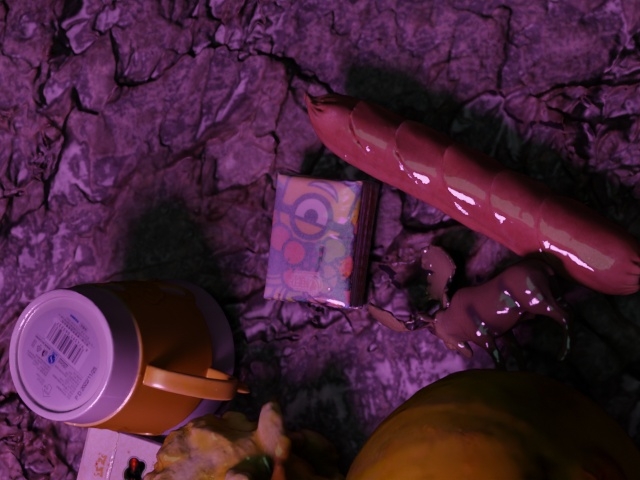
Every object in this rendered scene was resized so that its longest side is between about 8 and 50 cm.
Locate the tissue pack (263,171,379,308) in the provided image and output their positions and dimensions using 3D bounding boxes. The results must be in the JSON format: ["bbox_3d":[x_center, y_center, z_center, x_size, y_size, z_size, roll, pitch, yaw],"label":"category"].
[{"bbox_3d":[0.000,0.000,1.783,0.108,0.060,0.148,7,88,24],"label":"tissue pack"}]

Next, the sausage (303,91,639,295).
[{"bbox_3d":[0.161,-0.058,1.704,0.433,0.088,0.088,30,98,20],"label":"sausage"}]

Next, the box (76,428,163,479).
[{"bbox_3d":[-0.211,0.282,1.873,0.167,0.024,0.090,14,92,22],"label":"box"}]

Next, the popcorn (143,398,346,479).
[{"bbox_3d":[-0.083,0.309,1.725,0.256,0.195,0.255,44,101,19],"label":"popcorn"}]

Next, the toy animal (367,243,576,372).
[{"bbox_3d":[0.169,0.077,1.682,0.214,0.093,0.186,-39,85,36],"label":"toy animal"}]

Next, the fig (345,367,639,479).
[{"bbox_3d":[0.159,0.299,1.559,0.343,0.343,0.343,-2,86,23],"label":"fig"}]

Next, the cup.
[{"bbox_3d":[-0.204,0.136,1.771,0.241,0.226,0.185,14,92,31],"label":"cup"}]
